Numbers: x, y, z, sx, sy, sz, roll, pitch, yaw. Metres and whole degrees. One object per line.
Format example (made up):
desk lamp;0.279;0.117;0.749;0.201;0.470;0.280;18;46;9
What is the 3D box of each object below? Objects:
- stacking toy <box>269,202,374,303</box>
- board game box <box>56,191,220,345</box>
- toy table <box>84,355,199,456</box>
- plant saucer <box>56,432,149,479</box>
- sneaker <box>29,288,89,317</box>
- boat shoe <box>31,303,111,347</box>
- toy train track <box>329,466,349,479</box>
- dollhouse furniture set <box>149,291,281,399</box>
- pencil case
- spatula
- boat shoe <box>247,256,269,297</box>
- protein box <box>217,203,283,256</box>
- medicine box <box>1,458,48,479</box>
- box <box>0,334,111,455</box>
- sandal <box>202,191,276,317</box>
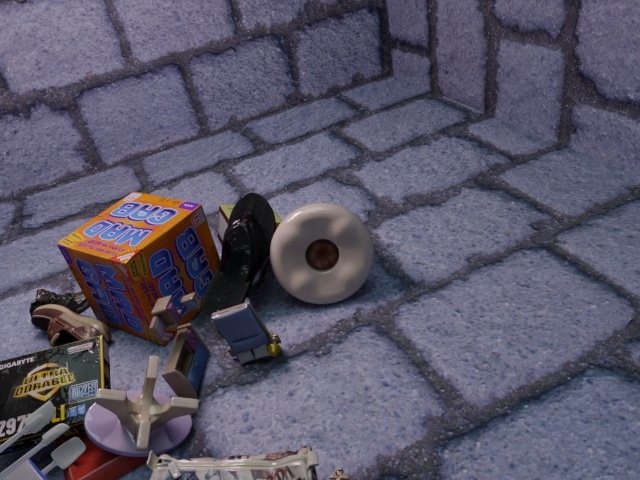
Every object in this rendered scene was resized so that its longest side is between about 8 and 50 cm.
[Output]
stacking toy;0.000;0.000;1.995;0.350;0.351;0.480;-11;14;1
board game box;-0.612;0.085;1.919;0.356;0.357;0.356;11;40;31
toy table;-0.465;0.451;1.416;0.274;0.161;0.252;2;48;-26
plant saucer;-0.595;0.553;1.503;0.259;0.048;0.258;-27;36;-21
sneaker;-0.976;0.225;2.031;0.227;0.130;0.087;-24;37;-21
boat shoe;-0.894;0.318;1.881;0.341;0.123;0.123;12;40;20
toy train track;0.042;0.580;1.299;0.048;0.014;0.083;-4;35;12
dollhouse furniture set;-0.300;0.294;1.580;0.303;0.287;0.198;-17;32;12
pencil case;-0.194;0.564;1.244;0.409;0.184;0.160;-6;33;7
spatula;-0.759;0.564;1.420;0.242;0.168;0.019;-39;3;-8
boat shoe;-0.256;0.103;1.999;0.120;0.119;0.335;9;21;2
protein box;-0.262;-0.039;2.004;0.199;0.136;0.201;-2;23;-23
medicine box;-0.551;0.650;1.125;0.263;0.290;0.149;19;46;37
box;-0.766;0.434;1.537;0.321;0.079;0.257;-13;56;-7
sandal;-0.264;0.052;1.785;0.167;0.107;0.446;15;82;7
